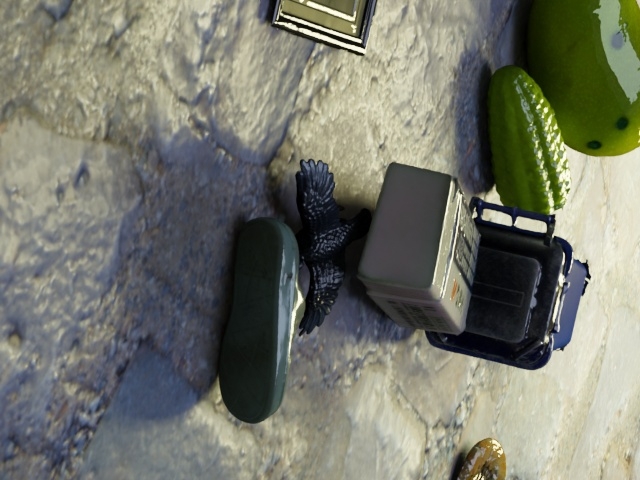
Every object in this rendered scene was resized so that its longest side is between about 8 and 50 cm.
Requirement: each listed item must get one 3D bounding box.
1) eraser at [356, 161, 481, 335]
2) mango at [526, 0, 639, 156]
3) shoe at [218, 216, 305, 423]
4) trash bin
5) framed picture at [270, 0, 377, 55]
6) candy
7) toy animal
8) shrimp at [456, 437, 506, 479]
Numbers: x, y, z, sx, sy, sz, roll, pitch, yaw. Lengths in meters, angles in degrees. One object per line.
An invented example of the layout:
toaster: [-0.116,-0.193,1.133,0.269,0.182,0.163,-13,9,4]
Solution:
eraser: [0.107,0.014,1.751,0.287,0.086,0.130,52,51,-74]
mango: [0.339,-0.229,2.072,0.175,0.143,0.293,-27,127,-12]
shoe: [-0.042,0.073,1.566,0.078,0.079,0.195,-9,106,-47]
trash bin: [0.237,0.054,2.018,0.234,0.162,0.184,10,94,-68]
framed picture: [0.018,-0.283,1.589,0.199,0.010,0.195,6,97,-63]
candy: [0.244,-0.123,2.017,0.097,0.096,0.209,-54,140,-36]
toy animal: [0.000,0.000,1.633,0.108,0.062,0.220,-46,147,-45]
shrimp: [0.207,0.338,2.209,0.095,0.045,0.162,-13,116,-60]
